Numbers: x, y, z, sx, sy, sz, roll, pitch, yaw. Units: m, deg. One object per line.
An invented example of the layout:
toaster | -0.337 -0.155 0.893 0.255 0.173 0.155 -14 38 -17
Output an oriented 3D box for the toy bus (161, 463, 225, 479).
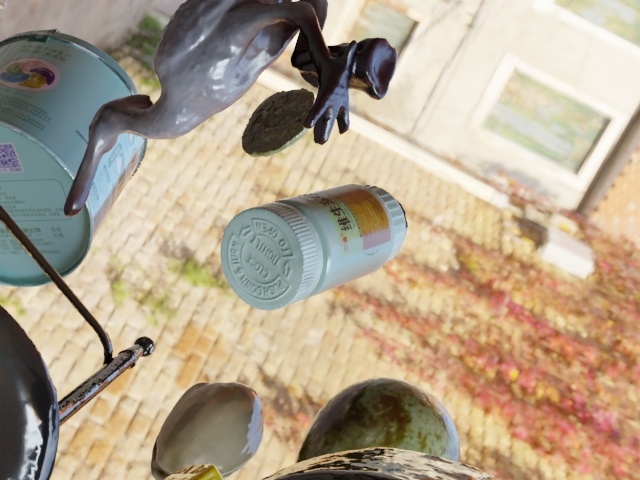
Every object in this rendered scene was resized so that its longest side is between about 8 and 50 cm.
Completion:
toy bus | -0.094 0.401 1.088 0.152 0.330 0.144 -31 -179 -26

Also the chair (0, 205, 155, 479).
chair | -0.420 0.141 1.115 0.362 0.365 0.410 -37 -166 -2

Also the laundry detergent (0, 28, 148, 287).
laundry detergent | -0.414 -0.135 1.539 0.305 0.287 0.287 -73 -171 -51

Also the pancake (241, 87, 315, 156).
pancake | -0.049 -0.141 1.257 0.108 0.017 0.108 -20 -131 25

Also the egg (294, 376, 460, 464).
egg | 0.081 0.343 1.626 0.289 0.238 0.238 -33 166 -29

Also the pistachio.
pistachio | -0.180 0.309 1.698 0.223 0.152 0.126 -33 166 -39

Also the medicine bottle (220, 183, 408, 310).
medicine bottle | 0.000 0.000 1.661 0.318 0.158 0.158 -16 140 -55

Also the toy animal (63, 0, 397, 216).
toy animal | -0.095 -0.148 0.899 0.090 0.324 0.195 37 47 -52

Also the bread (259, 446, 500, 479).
bread | 0.043 0.335 0.735 0.129 0.381 0.366 3 96 -71

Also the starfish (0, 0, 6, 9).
starfish | -0.446 -0.351 1.019 0.132 0.398 0.384 119 -34 -41
